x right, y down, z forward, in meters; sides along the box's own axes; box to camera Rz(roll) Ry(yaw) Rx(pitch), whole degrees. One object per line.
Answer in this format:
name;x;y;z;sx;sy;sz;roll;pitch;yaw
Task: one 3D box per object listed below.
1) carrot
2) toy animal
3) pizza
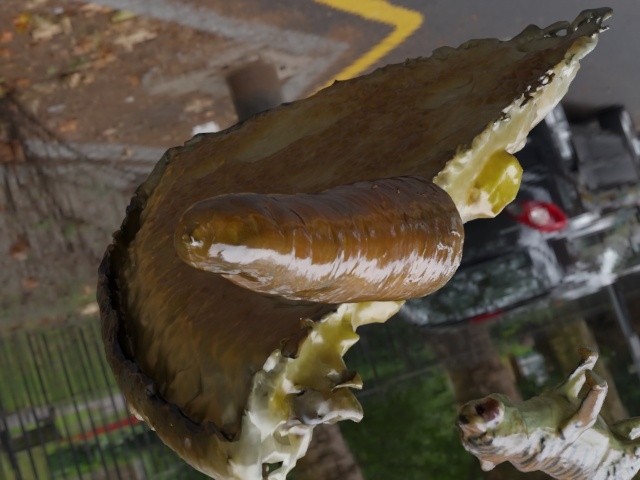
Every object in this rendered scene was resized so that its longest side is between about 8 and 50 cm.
carrot;0.000;0.000;0.473;0.061;0.061;0.209;-20;172;24
toy animal;0.191;0.135;0.833;0.241;0.057;0.099;25;113;-40
pizza;-0.033;-0.012;0.828;0.392;0.080;0.435;-1;-144;48
